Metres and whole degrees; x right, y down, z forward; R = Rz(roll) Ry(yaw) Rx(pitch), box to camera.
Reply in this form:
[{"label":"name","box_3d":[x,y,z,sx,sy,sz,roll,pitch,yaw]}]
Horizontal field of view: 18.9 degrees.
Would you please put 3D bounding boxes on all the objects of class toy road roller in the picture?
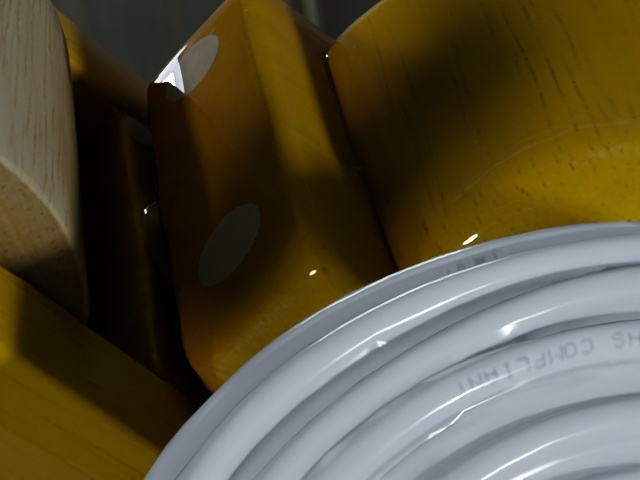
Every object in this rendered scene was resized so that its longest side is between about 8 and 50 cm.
[{"label":"toy road roller","box_3d":[0.000,0.000,0.527,0.240,0.329,0.202,-45,29,17]}]

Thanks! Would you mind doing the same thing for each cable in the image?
[{"label":"cable","box_3d":[0.069,0.117,0.350,0.257,0.089,0.257,40,65,21]}]
